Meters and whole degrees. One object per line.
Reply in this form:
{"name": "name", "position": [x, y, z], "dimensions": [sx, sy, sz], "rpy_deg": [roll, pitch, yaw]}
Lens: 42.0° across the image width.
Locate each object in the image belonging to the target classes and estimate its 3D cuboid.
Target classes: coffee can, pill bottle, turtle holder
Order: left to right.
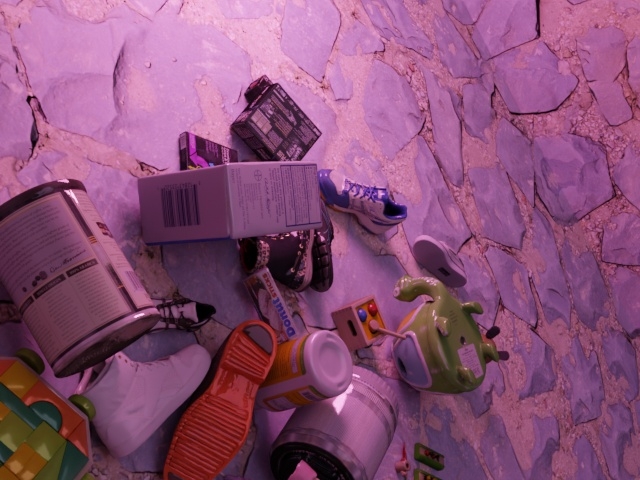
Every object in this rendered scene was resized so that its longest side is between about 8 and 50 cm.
{"name": "coffee can", "position": [-0.426, 0.064, 1.414], "dimensions": [0.201, 0.201, 0.275], "rpy_deg": [-21, 75, -53]}
{"name": "pill bottle", "position": [-0.065, 0.282, 1.745], "dimensions": [0.136, 0.245, 0.136], "rpy_deg": [27, 52, -40]}
{"name": "turtle holder", "position": [0.295, 0.264, 2.208], "dimensions": [0.320, 0.227, 0.243], "rpy_deg": [52, 40, -17]}

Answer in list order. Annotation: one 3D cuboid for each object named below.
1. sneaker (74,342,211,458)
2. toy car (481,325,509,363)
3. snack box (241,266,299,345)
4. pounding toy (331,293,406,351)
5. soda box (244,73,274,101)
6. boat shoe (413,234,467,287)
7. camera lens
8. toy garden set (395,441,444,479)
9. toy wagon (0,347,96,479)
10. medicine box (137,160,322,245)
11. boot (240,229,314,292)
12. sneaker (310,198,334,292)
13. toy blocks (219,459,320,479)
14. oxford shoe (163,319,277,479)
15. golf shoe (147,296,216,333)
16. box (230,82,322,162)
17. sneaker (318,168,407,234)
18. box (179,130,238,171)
{"name": "sneaker", "position": [-0.330, 0.245, 1.559], "dimensions": [0.169, 0.108, 0.292], "rpy_deg": [59, 39, -15]}
{"name": "toy car", "position": [0.447, 0.319, 2.393], "dimensions": [0.149, 0.188, 0.155], "rpy_deg": [-15, 83, -53]}
{"name": "snack box", "position": [-0.113, 0.153, 1.896], "dimensions": [0.064, 0.022, 0.178], "rpy_deg": [-29, 105, -18]}
{"name": "pounding toy", "position": [0.124, 0.218, 2.128], "dimensions": [0.130, 0.100, 0.141], "rpy_deg": [-21, 87, -52]}
{"name": "soda box", "position": [-0.118, -0.346, 2.167], "dimensions": [0.169, 0.060, 0.053], "rpy_deg": [47, 45, -23]}
{"name": "boat shoe", "position": [0.360, 0.048, 2.525], "dimensions": [0.258, 0.095, 0.084], "rpy_deg": [47, 36, -40]}
{"name": "camera lens", "position": [0.033, 0.431, 1.806], "dimensions": [0.219, 0.219, 0.274], "rpy_deg": [56, 39, -14]}
{"name": "toy garden set", "position": [0.258, 0.630, 2.114], "dimensions": [0.203, 0.049, 0.244], "rpy_deg": [34, 48, -36]}
{"name": "toy wagon", "position": [-0.470, 0.338, 1.333], "dimensions": [0.344, 0.068, 0.267], "rpy_deg": [43, 41, -7]}
{"name": "medicine box", "position": [-0.186, -0.079, 1.755], "dimensions": [0.289, 0.263, 0.149], "rpy_deg": [-7, 92, -51]}
{"name": "boot", "position": [-0.103, -0.005, 1.985], "dimensions": [0.178, 0.085, 0.237], "rpy_deg": [19, 58, -41]}
{"name": "sneaker", "position": [0.000, 0.000, 2.095], "dimensions": [0.106, 0.101, 0.267], "rpy_deg": [10, 64, -50]}
{"name": "toy blocks", "position": [-0.156, 0.569, 1.551], "dimensions": [0.260, 0.309, 0.288], "rpy_deg": [33, 24, 10]}
{"name": "oxford shoe", "position": [-0.203, 0.333, 1.656], "dimensions": [0.130, 0.132, 0.364], "rpy_deg": [35, 66, -13]}
{"name": "golf shoe", "position": [-0.298, 0.142, 1.665], "dimensions": [0.198, 0.094, 0.077], "rpy_deg": [2, 71, -48]}
{"name": "box", "position": [-0.109, -0.277, 2.084], "dimensions": [0.180, 0.077, 0.147], "rpy_deg": [46, 67, -24]}
{"name": "sneaker", "position": [0.117, -0.126, 2.279], "dimensions": [0.296, 0.131, 0.112], "rpy_deg": [30, 52, -37]}
{"name": "box", "position": [-0.256, -0.177, 1.936], "dimensions": [0.162, 0.029, 0.116], "rpy_deg": [17, 59, -47]}
